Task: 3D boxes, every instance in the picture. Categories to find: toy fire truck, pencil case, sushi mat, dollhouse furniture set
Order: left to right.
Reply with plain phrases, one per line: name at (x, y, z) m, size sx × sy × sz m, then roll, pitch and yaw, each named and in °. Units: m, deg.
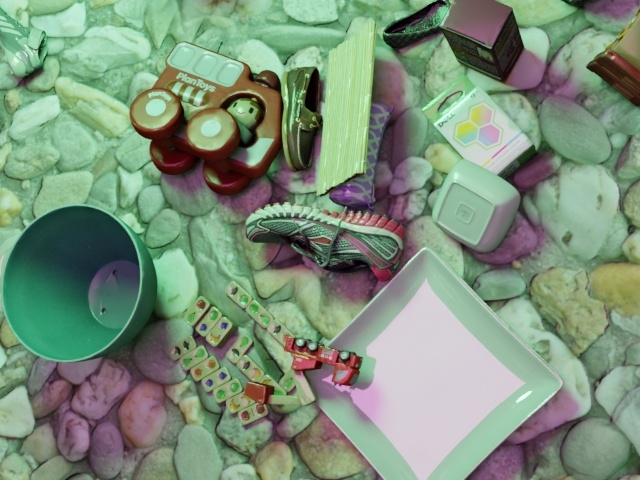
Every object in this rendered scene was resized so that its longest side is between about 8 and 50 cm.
toy fire truck at (-0.203, -0.248, 1.976) m, size 0.302 × 0.169 × 0.254 m, roll 21°, pitch 69°, yaw 19°
toy fire truck at (-0.029, 0.243, 1.831) m, size 0.192 × 0.047 × 0.135 m, roll 14°, pitch 86°, yaw 21°
sushi mat at (0.047, -0.241, 1.879) m, size 0.151 × 0.019 × 0.316 m, roll -29°, pitch 51°, yaw 54°
pencil case at (0.074, -0.156, 1.898) m, size 0.088 × 0.086 × 0.206 m, roll 9°, pitch 83°, yaw 13°
dollhouse furniture set at (0.660, -0.264, 1.725) m, size 0.374 × 0.152 × 0.201 m, roll 40°, pitch 93°, yaw 2°

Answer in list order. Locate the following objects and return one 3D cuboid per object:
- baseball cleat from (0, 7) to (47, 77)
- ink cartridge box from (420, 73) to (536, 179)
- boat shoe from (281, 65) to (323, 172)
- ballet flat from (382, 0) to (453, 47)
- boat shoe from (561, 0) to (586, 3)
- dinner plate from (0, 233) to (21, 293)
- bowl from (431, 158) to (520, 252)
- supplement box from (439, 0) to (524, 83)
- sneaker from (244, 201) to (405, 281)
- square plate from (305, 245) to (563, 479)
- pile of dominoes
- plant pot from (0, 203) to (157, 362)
baseball cleat at (-0.647, -0.445, 2.197) m, size 0.109 × 0.072 × 0.206 m, roll -26°, pitch 78°, yaw -3°
ink cartridge box at (0.280, -0.204, 1.855) m, size 0.109 × 0.062 × 0.209 m, roll -41°, pitch 71°, yaw 7°
boat shoe at (-0.032, -0.234, 1.952) m, size 0.073 × 0.073 × 0.207 m, roll -8°, pitch 78°, yaw 21°
ballet flat at (0.196, -0.414, 1.926) m, size 0.173 × 0.049 × 0.057 m, roll -30°, pitch 74°, yaw 10°
boat shoe at (0.524, -0.551, 1.825) m, size 0.114 × 0.091 × 0.302 m, roll 44°, pitch 93°, yaw 0°
dinner plate at (-0.619, 0.054, 2.117) m, size 0.141 × 0.017 × 0.141 m, roll -3°, pitch 80°, yaw 18°
bowl at (0.265, -0.054, 1.805) m, size 0.142 × 0.053 × 0.142 m, roll 33°, pitch 124°, yaw 19°
supplement box at (0.288, -0.359, 1.813) m, size 0.104 × 0.188 × 0.081 m, roll 28°, pitch 89°, yaw 20°
sneaker at (0.000, 0.000, 1.872) m, size 0.299 × 0.121 × 0.112 m, roll 7°, pitch 77°, yaw 18°
square plate at (0.186, 0.247, 1.811) m, size 0.347 × 0.049 × 0.344 m, roll -45°, pitch 71°, yaw 5°
pile of dominoes at (-0.157, 0.213, 1.930) m, size 0.251 × 0.040 × 0.196 m, roll 40°, pitch 93°, yaw 20°
plant pot at (-0.425, 0.092, 1.952) m, size 0.290 × 0.195 × 0.290 m, roll -3°, pitch 79°, yaw 17°
